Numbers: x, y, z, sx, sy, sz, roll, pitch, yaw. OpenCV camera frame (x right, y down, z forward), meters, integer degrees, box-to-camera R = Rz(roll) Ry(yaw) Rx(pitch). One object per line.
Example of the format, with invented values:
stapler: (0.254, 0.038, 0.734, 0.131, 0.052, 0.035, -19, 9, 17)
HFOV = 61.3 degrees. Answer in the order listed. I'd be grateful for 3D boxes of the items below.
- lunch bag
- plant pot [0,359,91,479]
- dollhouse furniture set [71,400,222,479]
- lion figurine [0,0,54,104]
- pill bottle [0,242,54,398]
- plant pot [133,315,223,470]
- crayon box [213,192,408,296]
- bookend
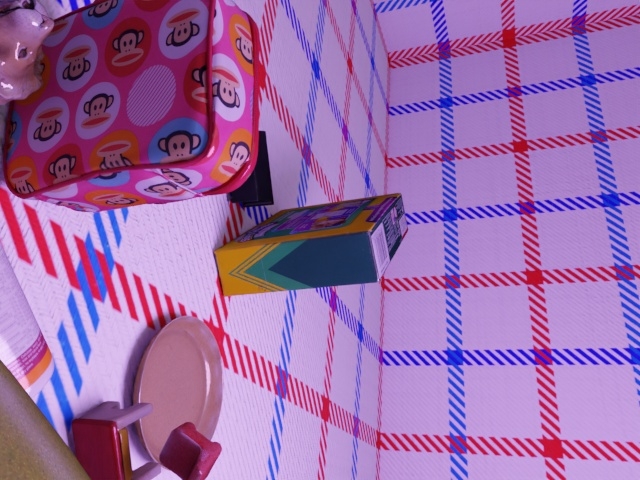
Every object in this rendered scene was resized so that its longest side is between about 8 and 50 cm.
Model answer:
lunch bag: (-0.212, -0.172, 0.603, 0.120, 0.293, 0.258, 21, 66, -64)
plant pot: (-0.284, 0.196, 0.282, 0.353, 0.366, 0.366, 71, 20, -6)
dollhouse furniture set: (-0.198, 0.398, 0.641, 0.152, 0.201, 0.374, -23, 108, -70)
lion figurine: (-0.382, -0.127, 0.381, 0.240, 0.142, 0.392, 77, 33, -46)
pill bottle: (-0.329, 0.045, 0.464, 0.121, 0.121, 0.221, -58, 139, -61)
plant pot: (-0.226, 0.239, 0.862, 0.236, 0.032, 0.237, -4, 90, -71)
crayon box: (0.000, 0.000, 1.146, 0.363, 0.313, 0.106, -42, 122, -67)
bookend: (-0.163, -0.139, 1.075, 0.156, 0.072, 0.157, -26, 111, -69)
